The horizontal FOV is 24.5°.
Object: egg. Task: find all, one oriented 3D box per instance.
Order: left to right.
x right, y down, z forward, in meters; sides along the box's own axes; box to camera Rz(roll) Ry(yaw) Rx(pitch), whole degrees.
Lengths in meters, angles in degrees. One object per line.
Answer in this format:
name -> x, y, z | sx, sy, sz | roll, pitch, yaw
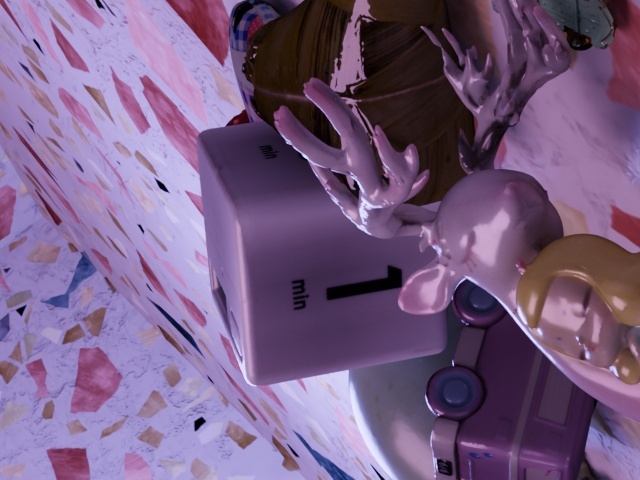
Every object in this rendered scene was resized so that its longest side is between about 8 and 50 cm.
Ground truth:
egg -> 0.149, 0.182, 1.534 | 0.282, 0.203, 0.203 | 51, 165, 13

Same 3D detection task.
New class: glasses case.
glasses case -> -0.023, -0.094, 1.532 | 0.125, 0.076, 0.327 | -123, 13, -69

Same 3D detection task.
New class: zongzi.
zongzi -> 0.016, -0.197, 1.222 | 0.274, 0.145, 0.300 | 41, 146, 50

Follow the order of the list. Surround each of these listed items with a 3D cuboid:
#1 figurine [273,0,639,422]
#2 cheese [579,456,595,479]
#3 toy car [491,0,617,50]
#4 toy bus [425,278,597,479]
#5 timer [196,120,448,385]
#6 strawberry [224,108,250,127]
figurine -> 0.154, -0.035, 0.969 | 0.316, 0.206, 0.284 | 19, 147, 28
cheese -> 0.298, 0.316, 1.714 | 0.127, 0.050, 0.235 | 46, 163, 12
toy car -> 0.155, -0.172, 1.006 | 0.122, 0.035, 0.059 | 30, 154, 32
toy bus -> 0.182, 0.126, 1.340 | 0.142, 0.202, 0.142 | 11, 153, 15
timer -> 0.000, 0.000, 1.384 | 0.192, 0.195, 0.194 | -120, 23, -60
strawberry -> -0.067, -0.042, 1.748 | 0.280, 0.150, 0.253 | 32, 155, 47
